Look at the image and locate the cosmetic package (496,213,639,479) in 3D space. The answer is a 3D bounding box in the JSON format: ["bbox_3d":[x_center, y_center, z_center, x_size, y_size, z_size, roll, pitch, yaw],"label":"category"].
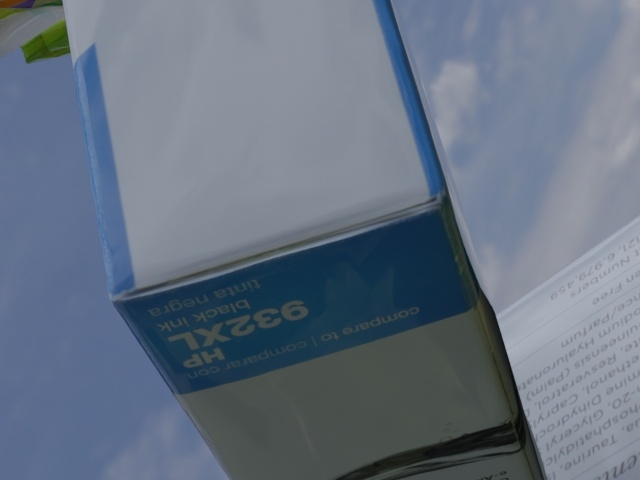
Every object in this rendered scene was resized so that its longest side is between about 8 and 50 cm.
[{"bbox_3d":[0.222,0.244,1.053,0.327,0.329,0.394,-36,26,23],"label":"cosmetic package"}]

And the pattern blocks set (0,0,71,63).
[{"bbox_3d":[-0.246,-0.147,1.230,0.285,0.324,0.026,-6,-106,-61],"label":"pattern blocks set"}]

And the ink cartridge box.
[{"bbox_3d":[0.000,0.000,0.799,0.307,0.129,0.223,66,-173,-54],"label":"ink cartridge box"}]
